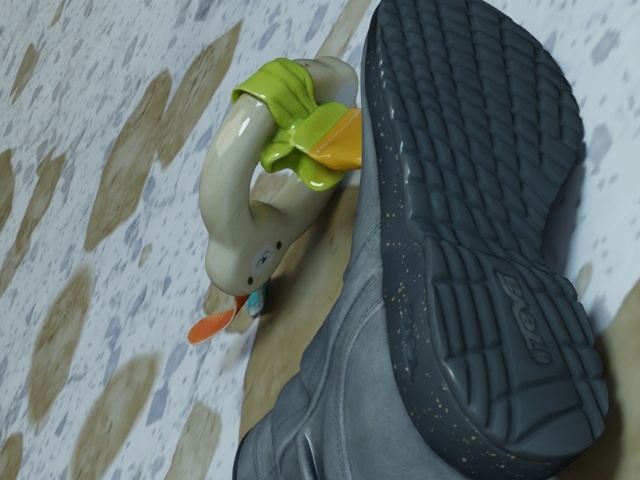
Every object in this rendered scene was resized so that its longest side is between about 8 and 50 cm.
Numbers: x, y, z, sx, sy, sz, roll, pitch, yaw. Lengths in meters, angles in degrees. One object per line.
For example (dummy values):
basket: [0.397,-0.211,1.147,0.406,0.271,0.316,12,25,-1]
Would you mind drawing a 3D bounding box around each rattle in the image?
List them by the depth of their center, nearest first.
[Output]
rattle: [0.000,0.000,1.087,0.130,0.142,0.200,-36,-35,-66]

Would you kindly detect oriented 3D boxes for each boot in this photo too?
boot: [0.025,0.036,0.891,0.223,0.118,0.338,-54,19,38]
